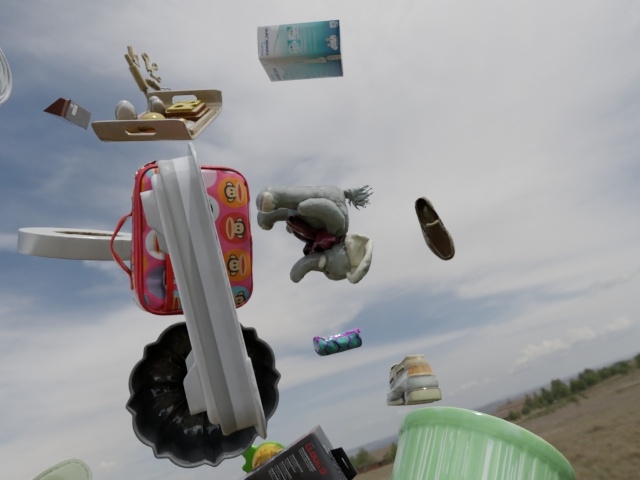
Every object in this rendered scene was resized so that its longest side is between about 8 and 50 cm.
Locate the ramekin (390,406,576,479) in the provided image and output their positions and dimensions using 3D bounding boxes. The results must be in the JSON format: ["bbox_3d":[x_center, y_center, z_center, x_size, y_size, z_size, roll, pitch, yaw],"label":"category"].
[{"bbox_3d":[0.263,0.437,0.757,0.303,0.148,0.303,17,-43,17],"label":"ramekin"}]

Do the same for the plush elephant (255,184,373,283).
[{"bbox_3d":[0.000,0.000,1.144,0.330,0.255,0.272,-8,-8,-16],"label":"plush elephant"}]

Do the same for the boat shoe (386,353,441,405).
[{"bbox_3d":[0.225,0.350,1.090,0.113,0.103,0.302,-3,-23,-6],"label":"boat shoe"}]

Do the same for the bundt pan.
[{"bbox_3d":[-0.264,0.330,1.018,0.330,0.331,0.124,-10,-1,-18],"label":"bundt pan"}]

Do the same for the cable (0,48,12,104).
[{"bbox_3d":[-0.914,-0.445,1.102,0.089,0.257,0.257,-7,-44,12],"label":"cable"}]

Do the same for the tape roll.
[{"bbox_3d":[-0.756,0.010,1.442,0.392,0.072,0.392,6,2,0],"label":"tape roll"}]

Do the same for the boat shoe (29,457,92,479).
[{"bbox_3d":[-0.380,0.369,0.540,0.068,0.081,0.228,-38,6,20],"label":"boat shoe"}]

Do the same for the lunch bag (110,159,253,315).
[{"bbox_3d":[-0.269,-0.002,0.863,0.258,0.293,0.120,0,-6,-28],"label":"lunch bag"}]

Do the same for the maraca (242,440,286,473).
[{"bbox_3d":[-0.148,0.631,1.245,0.185,0.127,0.099,-7,-11,28],"label":"maraca"}]

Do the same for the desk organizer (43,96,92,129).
[{"bbox_3d":[-0.604,-0.307,1.060,0.050,0.047,0.130,17,0,-8],"label":"desk organizer"}]

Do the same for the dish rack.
[{"bbox_3d":[-0.157,0.071,0.563,0.072,0.333,0.285,-13,-5,-17],"label":"dish rack"}]

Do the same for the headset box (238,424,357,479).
[{"bbox_3d":[-0.046,0.632,1.113,0.293,0.218,0.110,-34,-14,0],"label":"headset box"}]

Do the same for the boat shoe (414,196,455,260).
[{"bbox_3d":[0.412,-0.045,1.629,0.095,0.257,0.095,-30,-17,12],"label":"boat shoe"}]

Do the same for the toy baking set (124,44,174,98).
[{"bbox_3d":[-0.593,-0.564,1.567,0.030,0.256,0.197,-18,17,17],"label":"toy baking set"}]

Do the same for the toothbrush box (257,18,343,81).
[{"bbox_3d":[-0.066,-0.695,1.637,0.295,0.126,0.216,-3,-1,7],"label":"toothbrush box"}]

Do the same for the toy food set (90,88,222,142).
[{"bbox_3d":[-0.390,-0.327,1.103,0.219,0.306,0.092,0,-58,6],"label":"toy food set"}]

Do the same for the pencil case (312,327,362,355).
[{"bbox_3d":[0.056,0.327,1.427,0.151,0.064,0.070,-10,-59,-15],"label":"pencil case"}]
